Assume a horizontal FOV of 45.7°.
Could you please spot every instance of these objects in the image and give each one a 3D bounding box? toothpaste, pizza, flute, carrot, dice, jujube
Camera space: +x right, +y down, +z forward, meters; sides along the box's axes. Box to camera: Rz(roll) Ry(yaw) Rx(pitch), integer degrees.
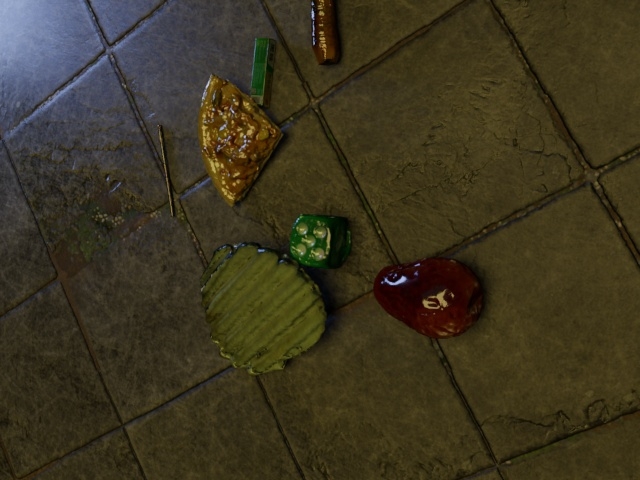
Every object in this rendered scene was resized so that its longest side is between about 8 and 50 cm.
[{"bbox_3d":[-0.152,-0.443,2.008,0.043,0.037,0.178,9,96,29],"label":"toothpaste"},{"bbox_3d":[-0.256,-0.264,2.026,0.258,0.087,0.268,45,121,20],"label":"pizza"},{"bbox_3d":[-0.440,-0.198,2.166,0.014,0.014,0.269,-10,87,26],"label":"flute"},{"bbox_3d":[0.011,-0.572,1.910,0.070,0.070,0.260,-2,89,26],"label":"carrot"},{"bbox_3d":[0.000,0.000,1.900,0.120,0.128,0.130,9,96,26],"label":"dice"},{"bbox_3d":[0.249,0.128,1.774,0.255,0.190,0.189,13,98,42],"label":"jujube"}]

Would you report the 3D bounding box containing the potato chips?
[{"bbox_3d":[-0.169,0.165,1.978,0.429,0.070,0.358,-42,79,40],"label":"potato chips"}]
